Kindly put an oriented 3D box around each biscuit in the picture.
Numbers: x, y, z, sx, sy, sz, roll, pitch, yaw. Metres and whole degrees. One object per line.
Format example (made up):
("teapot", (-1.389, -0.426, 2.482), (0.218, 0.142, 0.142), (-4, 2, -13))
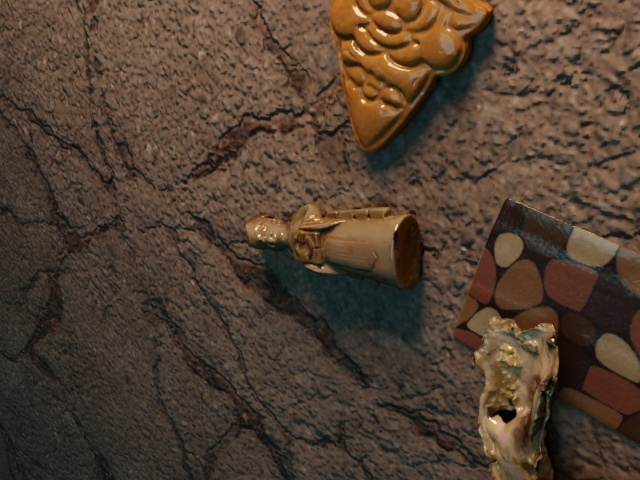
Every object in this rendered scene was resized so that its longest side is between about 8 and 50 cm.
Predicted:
("biscuit", (0.067, -0.193, 0.550), (0.162, 0.035, 0.250), (30, 124, 32))

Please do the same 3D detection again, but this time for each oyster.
("oyster", (0.183, 0.160, 0.576), (0.106, 0.061, 0.199), (42, 133, 48))

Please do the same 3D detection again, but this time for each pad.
("pad", (0.234, 0.077, 0.527), (0.235, 0.003, 0.158), (29, 122, 28))

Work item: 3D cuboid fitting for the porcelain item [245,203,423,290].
("porcelain item", (0.000, 0.000, 0.656), (0.213, 0.054, 0.084), (8, 109, 38))
